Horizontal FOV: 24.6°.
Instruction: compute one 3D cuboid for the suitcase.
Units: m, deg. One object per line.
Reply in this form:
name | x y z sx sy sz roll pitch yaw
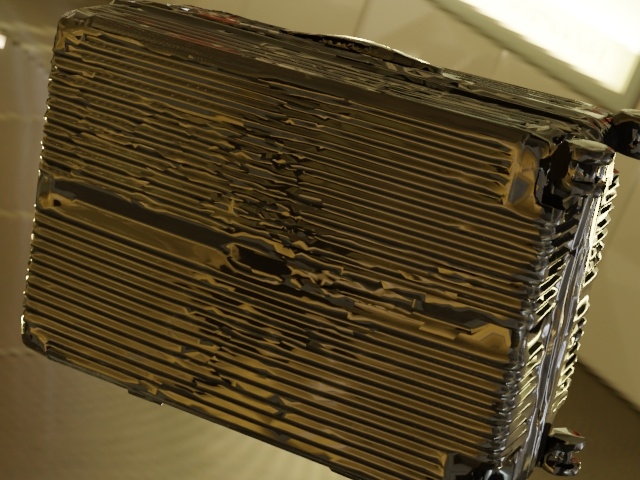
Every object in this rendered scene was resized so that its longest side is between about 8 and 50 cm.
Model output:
suitcase | 0.000 0.000 0.844 0.335 0.230 0.152 17 -162 22
